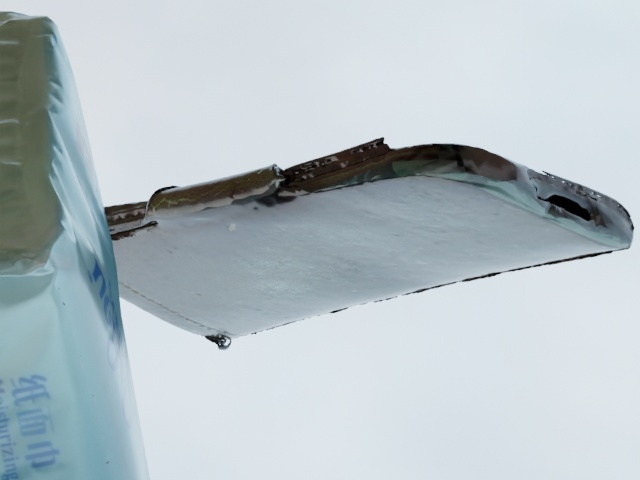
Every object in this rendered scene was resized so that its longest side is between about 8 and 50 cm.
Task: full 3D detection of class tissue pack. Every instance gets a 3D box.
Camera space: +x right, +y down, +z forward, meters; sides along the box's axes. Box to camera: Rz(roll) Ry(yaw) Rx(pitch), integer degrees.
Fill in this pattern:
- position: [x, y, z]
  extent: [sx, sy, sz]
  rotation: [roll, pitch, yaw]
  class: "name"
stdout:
- position: [-0.102, 0.072, 0.667]
  extent: [0.089, 0.263, 0.177]
  rotation: [-9, -148, -3]
  class: "tissue pack"

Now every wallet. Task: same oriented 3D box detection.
- position: [0.000, 0.000, 0.874]
  extent: [0.255, 0.137, 0.031]
  rotation: [-14, -119, 42]
  class: "wallet"
